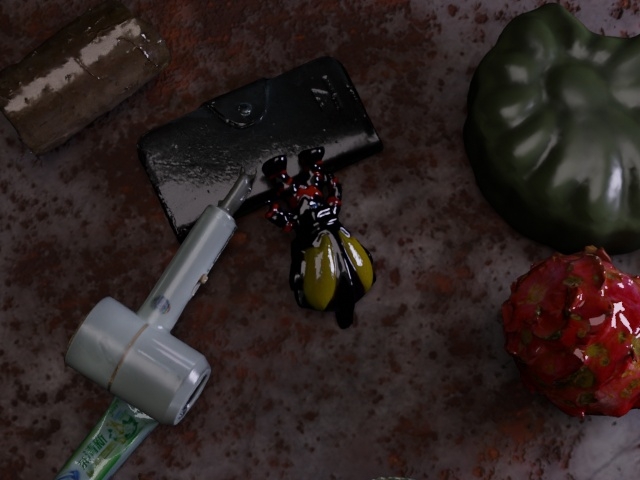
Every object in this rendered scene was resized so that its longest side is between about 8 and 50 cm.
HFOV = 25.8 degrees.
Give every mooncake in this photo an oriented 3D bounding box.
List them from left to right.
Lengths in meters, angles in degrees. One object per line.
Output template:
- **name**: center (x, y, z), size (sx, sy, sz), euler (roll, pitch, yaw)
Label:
- **mooncake**: center (0.365, -0.149, 1.873), size (0.351, 0.187, 0.351), euler (1, 78, -2)

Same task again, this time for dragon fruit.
- **dragon fruit**: center (0.354, 0.134, 1.806), size (0.268, 0.210, 0.205), euler (38, 62, -11)

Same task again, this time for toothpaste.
- **toothpaste**: center (-0.325, 0.327, 1.834), size (0.075, 0.048, 0.297), euler (35, 76, 11)

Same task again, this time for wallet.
- **wallet**: center (-0.085, -0.134, 1.939), size (0.318, 0.045, 0.172), euler (-25, 80, -7)

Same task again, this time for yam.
- **yam**: center (-0.332, -0.228, 1.916), size (0.238, 0.129, 0.128), euler (-37, 81, -7)

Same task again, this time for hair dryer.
- **hair dryer**: center (-0.173, 0.055, 1.854), size (0.173, 0.107, 0.357), euler (31, 83, 4)

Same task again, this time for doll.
- **doll**: center (-0.001, 0.000, 1.877), size (0.127, 0.088, 0.248), euler (-15, 89, 0)

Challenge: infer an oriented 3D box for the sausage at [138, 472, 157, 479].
- **sausage**: center (-0.170, 0.502, 1.770), size (0.088, 0.088, 0.433), euler (-16, 78, -4)

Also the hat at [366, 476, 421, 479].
- **hat**: center (0.091, 0.427, 1.763), size (0.257, 0.130, 0.257), euler (-1, 78, 6)
